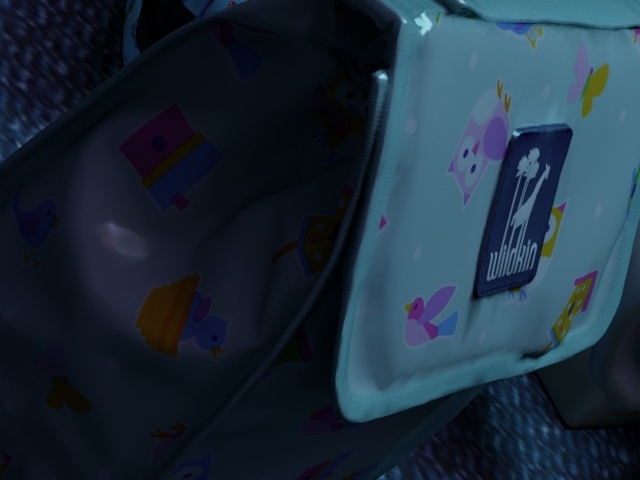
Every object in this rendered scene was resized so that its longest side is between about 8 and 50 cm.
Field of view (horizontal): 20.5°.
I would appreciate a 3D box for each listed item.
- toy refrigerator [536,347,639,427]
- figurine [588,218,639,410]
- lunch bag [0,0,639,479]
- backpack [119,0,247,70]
[{"bbox_3d":[0.230,0.041,1.051,0.270,0.094,0.102,5,50,-49],"label":"toy refrigerator"},{"bbox_3d":[0.101,-0.020,0.887,0.215,0.092,0.209,2,41,-5],"label":"figurine"},{"bbox_3d":[0.000,0.000,0.653,0.223,0.262,0.160,-8,61,-55],"label":"lunch bag"},{"bbox_3d":[-0.026,-0.125,0.864,0.117,0.158,0.173,30,37,-15],"label":"backpack"}]
